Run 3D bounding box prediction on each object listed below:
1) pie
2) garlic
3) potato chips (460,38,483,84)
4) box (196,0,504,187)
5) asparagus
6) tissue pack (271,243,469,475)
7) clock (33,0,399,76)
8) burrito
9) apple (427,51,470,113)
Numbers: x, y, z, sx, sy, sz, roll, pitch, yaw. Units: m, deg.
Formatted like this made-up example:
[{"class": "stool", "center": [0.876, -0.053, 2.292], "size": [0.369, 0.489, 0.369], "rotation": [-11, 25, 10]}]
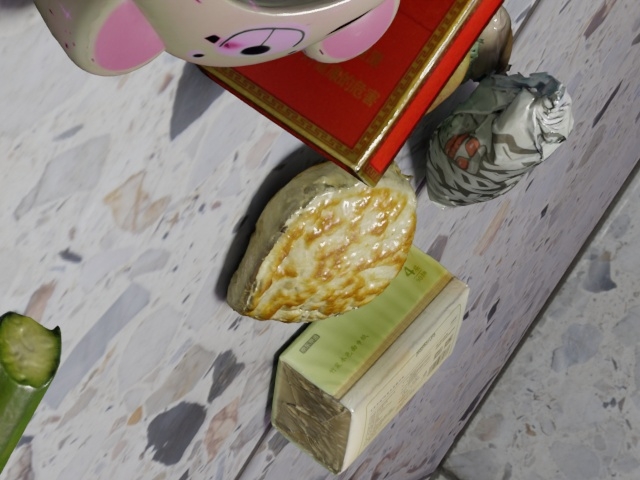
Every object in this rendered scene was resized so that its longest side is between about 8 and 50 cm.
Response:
[{"class": "pie", "center": [0.000, 0.000, 1.430], "size": [0.179, 0.084, 0.205], "rotation": [-7, 135, -36]}, {"class": "garlic", "center": [0.158, -0.204, 1.545], "size": [0.152, 0.066, 0.084], "rotation": [5, 91, -77]}, {"class": "potato chips", "center": [0.087, -0.125, 1.489], "size": [0.167, 0.059, 0.228], "rotation": [-21, 149, -54]}, {"class": "box", "center": [0.040, -0.179, 1.095], "size": [0.240, 0.153, 0.074], "rotation": [-55, 159, 1]}, {"class": "asparagus", "center": [-0.266, 0.178, 1.097], "size": [0.067, 0.060, 0.278], "rotation": [5, 119, -59]}, {"class": "tissue pack", "center": [0.057, 0.133, 1.790], "size": [0.234, 0.125, 0.159], "rotation": [-44, 159, -30]}, {"class": "clock", "center": [-0.008, -0.221, 0.823], "size": [0.284, 0.114, 0.309], "rotation": [-10, 143, -39]}, {"class": "burrito", "center": [0.183, -0.106, 1.602], "size": [0.139, 0.101, 0.445], "rotation": [-21, 176, -3]}, {"class": "apple", "center": [0.056, -0.157, 1.239], "size": [0.102, 0.126, 0.126], "rotation": [29, 96, -49]}]
